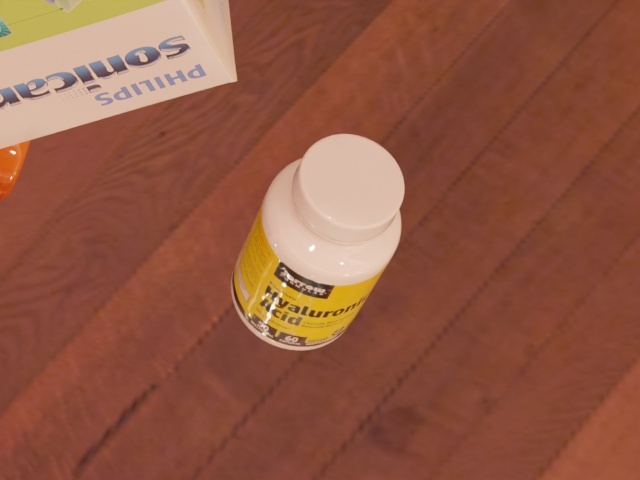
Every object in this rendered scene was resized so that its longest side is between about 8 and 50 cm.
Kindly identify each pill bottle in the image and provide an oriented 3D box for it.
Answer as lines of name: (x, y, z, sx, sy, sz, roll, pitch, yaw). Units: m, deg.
pill bottle: (0.000, 0.000, 0.761, 0.065, 0.116, 0.065, 6, 61, -12)

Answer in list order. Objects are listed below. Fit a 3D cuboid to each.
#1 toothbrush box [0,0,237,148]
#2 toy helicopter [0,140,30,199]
toothbrush box: (-0.138, -0.200, 0.603, 0.122, 0.283, 0.206, -14, 56, 10)
toy helicopter: (-0.297, 0.024, 1.134, 0.140, 0.355, 0.235, 19, 108, -18)
